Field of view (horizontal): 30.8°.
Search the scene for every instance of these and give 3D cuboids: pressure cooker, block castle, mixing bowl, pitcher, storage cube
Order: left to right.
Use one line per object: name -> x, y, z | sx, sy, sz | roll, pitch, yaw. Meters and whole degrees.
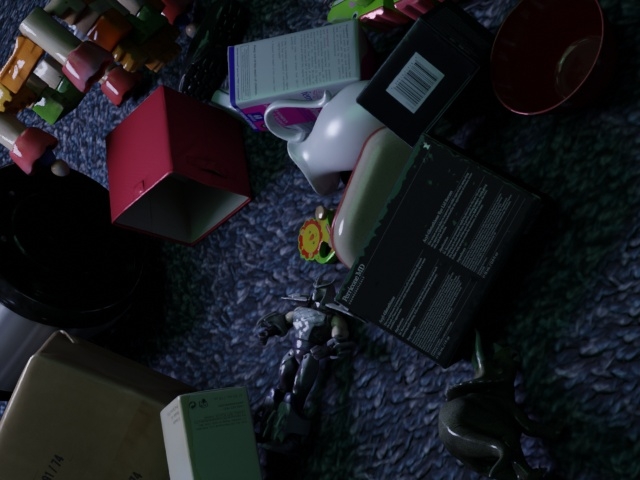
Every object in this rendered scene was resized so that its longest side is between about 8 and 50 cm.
pressure cooker -> -0.572, 0.096, 2.219 | 0.420, 0.370, 0.375 | -45, 45, 39
block castle -> -0.419, -0.328, 2.193 | 0.303, 0.213, 0.453 | -49, 4, 31
storage cube -> -0.261, -0.131, 2.098 | 0.215, 0.184, 0.193 | -35, 52, 36
pitcher -> 0.024, -0.178, 1.789 | 0.207, 0.178, 0.125 | -32, 25, 46
mixing bowl -> 0.324, -0.240, 1.538 | 0.181, 0.098, 0.181 | -18, 64, 44

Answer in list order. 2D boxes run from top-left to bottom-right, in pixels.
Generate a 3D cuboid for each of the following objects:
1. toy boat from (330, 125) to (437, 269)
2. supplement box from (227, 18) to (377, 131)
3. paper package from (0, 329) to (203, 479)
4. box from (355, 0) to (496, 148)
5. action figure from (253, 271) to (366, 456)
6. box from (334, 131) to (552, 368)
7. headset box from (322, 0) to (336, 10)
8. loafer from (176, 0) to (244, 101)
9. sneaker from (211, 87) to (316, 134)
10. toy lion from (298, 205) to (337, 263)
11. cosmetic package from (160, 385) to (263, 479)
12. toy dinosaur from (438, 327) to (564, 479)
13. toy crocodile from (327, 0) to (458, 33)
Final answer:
toy boat -> 0.101, -0.057, 1.720 | 0.151, 0.151, 0.231 | -131, 63, -79
supplement box -> -0.026, -0.263, 1.868 | 0.220, 0.111, 0.113 | -11, 68, 17
paper package -> -0.392, 0.362, 1.965 | 0.168, 0.310, 0.324 | -91, 25, -81
box -> 0.157, -0.240, 1.636 | 0.108, 0.207, 0.153 | 40, 117, 2
action figure -> -0.029, 0.185, 1.793 | 0.185, 0.099, 0.285 | 9, 80, 55
box -> 0.165, 0.012, 1.572 | 0.184, 0.103, 0.261 | 31, 102, 15
headset box -> 0.043, -0.409, 1.968 | 0.062, 0.032, 0.083 | -56, 42, 18
loafer -> -0.213, -0.361, 2.218 | 0.223, 0.076, 0.078 | -63, 28, 12
sneaker -> -0.085, -0.243, 2.025 | 0.258, 0.094, 0.091 | 18, 79, 42
toy lion -> 0.000, 0.000, 1.877 | 0.096, 0.034, 0.100 | -54, 43, 31
cosmetic package -> -0.155, 0.391, 1.766 | 0.160, 0.113, 0.309 | 133, 129, -64
toy dinosaur -> 0.202, 0.239, 1.425 | 0.160, 0.313, 0.121 | 29, 114, 12
toy crocodile -> 0.142, -0.382, 1.782 | 0.341, 0.115, 0.105 | -14, 66, 45
